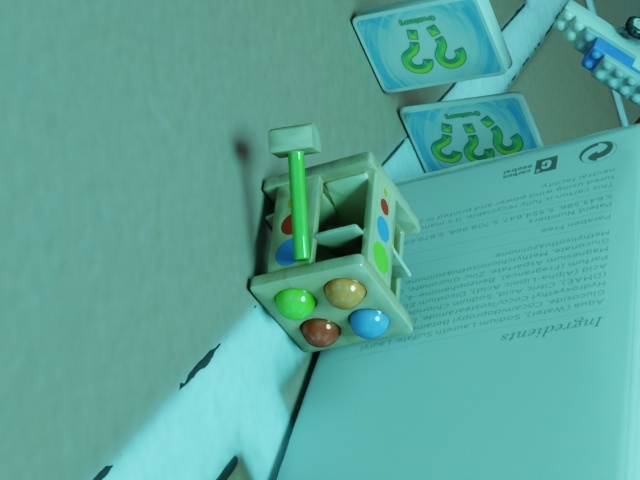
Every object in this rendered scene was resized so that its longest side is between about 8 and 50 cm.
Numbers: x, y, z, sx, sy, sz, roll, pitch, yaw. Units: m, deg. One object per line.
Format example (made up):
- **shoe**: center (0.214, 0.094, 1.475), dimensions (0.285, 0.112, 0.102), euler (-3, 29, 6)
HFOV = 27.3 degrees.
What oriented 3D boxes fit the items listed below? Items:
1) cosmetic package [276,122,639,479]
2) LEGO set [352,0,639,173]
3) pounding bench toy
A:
- **cosmetic package**: center (0.090, 0.146, 0.548), dimensions (0.217, 0.156, 0.385), euler (64, 28, -26)
- **LEGO set**: center (0.120, -0.098, 0.635), dimensions (0.060, 0.244, 0.182), euler (-58, 132, -41)
- **pounding bench toy**: center (0.000, 0.000, 0.544), dimensions (0.083, 0.052, 0.065), euler (52, 35, -43)
